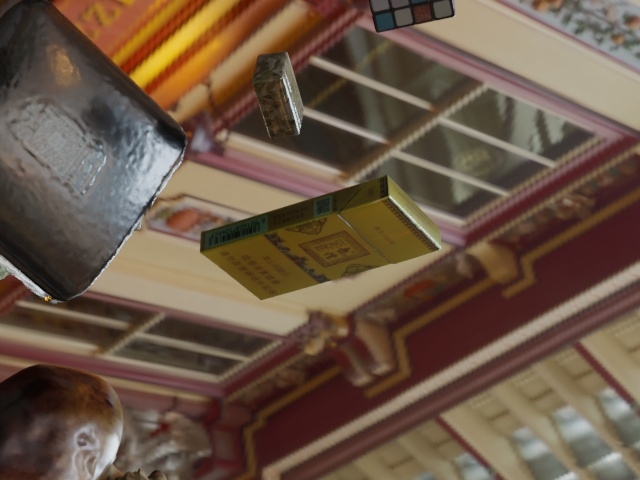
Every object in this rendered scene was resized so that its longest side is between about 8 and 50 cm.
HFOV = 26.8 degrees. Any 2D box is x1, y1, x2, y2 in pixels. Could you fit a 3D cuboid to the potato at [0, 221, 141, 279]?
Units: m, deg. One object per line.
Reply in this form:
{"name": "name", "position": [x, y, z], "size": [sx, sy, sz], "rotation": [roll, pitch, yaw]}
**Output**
{"name": "potato", "position": [-0.417, -0.028, 1.801], "size": [0.269, 0.255, 0.112], "rotation": [8, -60, 19]}

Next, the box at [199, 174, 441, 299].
{"name": "box", "position": [-0.001, 0.000, 1.738], "size": [0.278, 0.153, 0.041], "rotation": [-16, -124, 26]}

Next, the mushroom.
{"name": "mushroom", "position": [-0.365, 0.318, 1.597], "size": [0.345, 0.260, 0.345], "rotation": [-37, -164, 13]}

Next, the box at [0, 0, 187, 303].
{"name": "box", "position": [-0.329, -0.108, 1.609], "size": [0.073, 0.289, 0.290], "rotation": [-15, -142, 53]}

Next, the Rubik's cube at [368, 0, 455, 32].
{"name": "Rubik's cube", "position": [0.098, -0.297, 1.505], "size": [0.092, 0.092, 0.092], "rotation": [-10, -156, 10]}

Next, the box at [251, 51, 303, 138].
{"name": "box", "position": [-0.053, -0.183, 1.693], "size": [0.045, 0.098, 0.062], "rotation": [-6, -140, 14]}
